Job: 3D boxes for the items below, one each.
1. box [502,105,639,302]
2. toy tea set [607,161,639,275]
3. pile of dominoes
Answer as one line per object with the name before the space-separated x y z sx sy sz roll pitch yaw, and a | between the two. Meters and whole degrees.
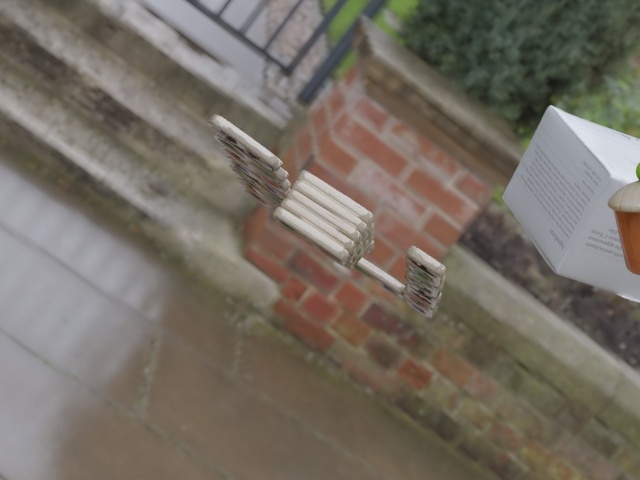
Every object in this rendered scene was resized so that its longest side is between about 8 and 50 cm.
box | 0.311 -0.030 1.457 0.181 0.119 0.182 17 23 -21
toy tea set | 0.391 -0.046 1.078 0.336 0.124 0.200 -9 13 -9
pile of dominoes | 0.000 0.000 1.067 0.196 0.040 0.251 33 -8 9
